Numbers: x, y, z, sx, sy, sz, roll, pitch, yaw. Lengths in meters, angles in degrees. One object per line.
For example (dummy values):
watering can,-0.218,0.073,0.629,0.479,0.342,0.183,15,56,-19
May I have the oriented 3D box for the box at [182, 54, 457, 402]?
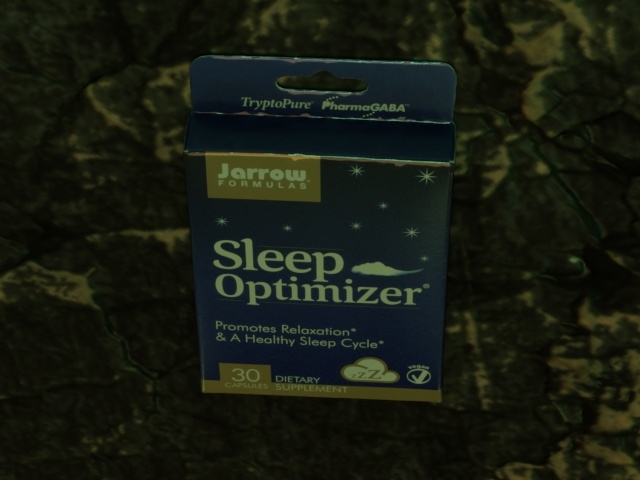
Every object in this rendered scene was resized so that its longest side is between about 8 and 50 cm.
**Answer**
box,0.000,0.000,1.033,0.136,0.036,0.225,2,134,3
